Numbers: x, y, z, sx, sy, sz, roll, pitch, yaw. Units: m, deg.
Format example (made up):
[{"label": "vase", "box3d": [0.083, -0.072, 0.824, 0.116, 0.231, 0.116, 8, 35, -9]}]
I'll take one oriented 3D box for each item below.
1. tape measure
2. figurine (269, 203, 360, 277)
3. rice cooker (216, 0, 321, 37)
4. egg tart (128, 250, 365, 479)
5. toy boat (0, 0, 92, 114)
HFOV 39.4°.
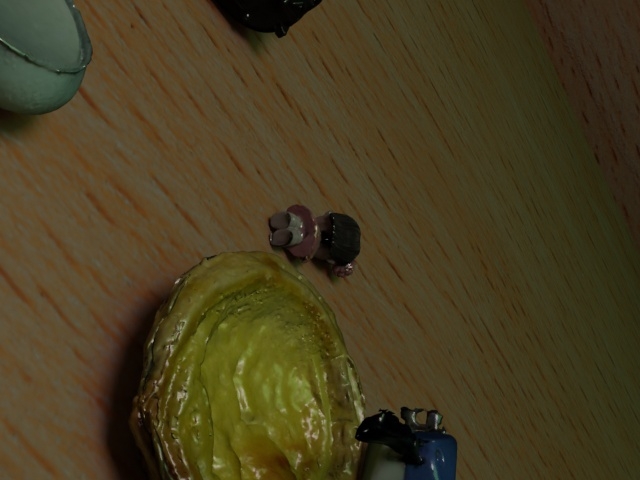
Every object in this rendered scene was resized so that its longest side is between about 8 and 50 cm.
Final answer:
[{"label": "tape measure", "box3d": [0.074, 0.256, 0.783, 0.351, 0.097, 0.216, 45, 50, -75]}, {"label": "figurine", "box3d": [0.000, 0.000, 0.973, 0.129, 0.054, 0.072, 13, 67, -56]}, {"label": "rice cooker", "box3d": [-0.068, -0.301, 0.964, 0.165, 0.112, 0.106, 50, 40, -30]}, {"label": "egg tart", "box3d": [-0.062, 0.142, 0.747, 0.278, 0.095, 0.279, 28, 54, -47]}, {"label": "toy boat", "box3d": [-0.252, -0.175, 0.626, 0.208, 0.078, 0.134, 51, 26, -15]}]
